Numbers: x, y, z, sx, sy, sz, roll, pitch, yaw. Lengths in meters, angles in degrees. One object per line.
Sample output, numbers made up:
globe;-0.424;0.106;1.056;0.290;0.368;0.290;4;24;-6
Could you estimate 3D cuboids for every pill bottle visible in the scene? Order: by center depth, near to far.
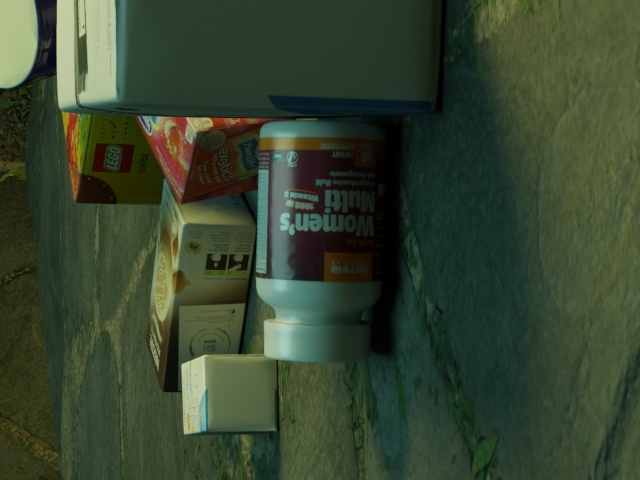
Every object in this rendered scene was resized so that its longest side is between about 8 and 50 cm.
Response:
pill bottle;0.000;0.000;1.482;0.121;0.121;0.221;-174;85;-73

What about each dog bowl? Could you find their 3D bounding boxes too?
dog bowl;-0.389;-0.328;1.975;0.265;0.104;0.264;27;130;37

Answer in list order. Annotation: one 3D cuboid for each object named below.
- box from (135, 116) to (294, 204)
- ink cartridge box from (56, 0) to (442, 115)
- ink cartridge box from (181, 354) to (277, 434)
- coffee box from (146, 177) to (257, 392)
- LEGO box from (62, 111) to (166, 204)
box;-0.147;-0.179;1.876;0.257;0.128;0.122;60;149;34
ink cartridge box;-0.085;-0.200;1.493;0.395;0.286;0.166;-167;78;-73
ink cartridge box;-0.113;0.188;1.900;0.143;0.090;0.092;151;118;-70
coffee box;-0.157;0.059;2.040;0.141;0.098;0.246;-119;34;-60
LEGO box;-0.233;-0.350;2.153;0.372;0.193;0.500;-106;24;-43
